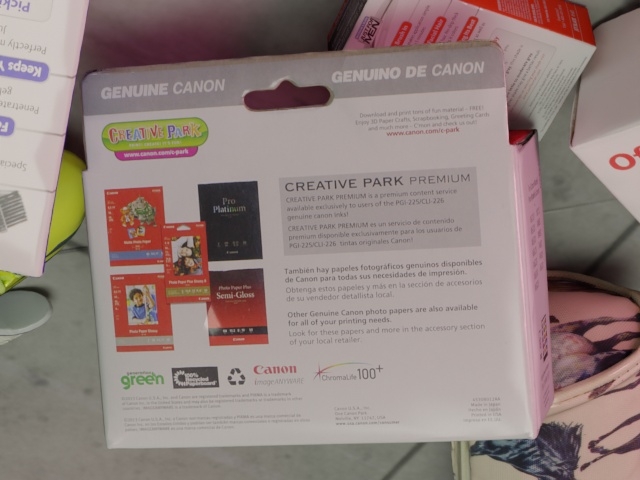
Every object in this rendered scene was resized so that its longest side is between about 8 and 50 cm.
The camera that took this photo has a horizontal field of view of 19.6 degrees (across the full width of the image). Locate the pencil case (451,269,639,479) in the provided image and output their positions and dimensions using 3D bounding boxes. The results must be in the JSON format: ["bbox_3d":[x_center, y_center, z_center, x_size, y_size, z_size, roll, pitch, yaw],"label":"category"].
[{"bbox_3d":[0.178,0.214,1.535,0.183,0.160,0.410,-8,129,-5],"label":"pencil case"}]

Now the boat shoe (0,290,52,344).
[{"bbox_3d":[-0.259,0.068,1.485,0.100,0.035,0.035,-18,155,7],"label":"boat shoe"}]

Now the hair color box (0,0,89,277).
[{"bbox_3d":[-0.245,-0.156,1.213,0.185,0.110,0.339,10,114,-10],"label":"hair color box"}]

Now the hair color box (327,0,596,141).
[{"bbox_3d":[0.099,-0.141,1.313,0.167,0.053,0.093,16,128,-16],"label":"hair color box"}]

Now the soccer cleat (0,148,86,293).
[{"bbox_3d":[-0.277,0.037,1.398,0.289,0.121,0.093,-36,122,24],"label":"soccer cleat"}]

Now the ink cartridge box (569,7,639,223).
[{"bbox_3d":[0.339,-0.054,1.320,0.207,0.117,0.283,-21,130,38],"label":"ink cartridge box"}]

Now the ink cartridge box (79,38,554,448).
[{"bbox_3d":[0.000,0.000,1.311,0.309,0.130,0.272,-2,97,13],"label":"ink cartridge box"}]
